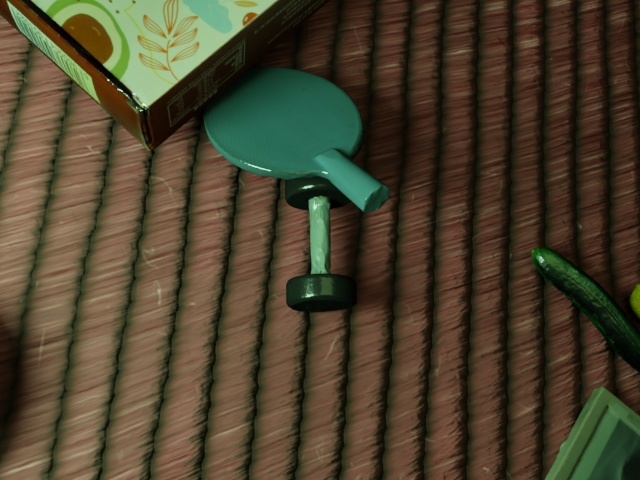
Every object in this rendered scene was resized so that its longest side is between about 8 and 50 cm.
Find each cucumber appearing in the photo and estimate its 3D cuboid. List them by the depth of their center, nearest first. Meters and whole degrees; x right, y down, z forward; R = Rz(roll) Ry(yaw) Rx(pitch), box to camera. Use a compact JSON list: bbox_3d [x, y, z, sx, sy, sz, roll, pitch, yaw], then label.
[{"bbox_3d":[0.435,0.111,1.250,0.284,0.056,0.056,45,67,-2],"label":"cucumber"}]

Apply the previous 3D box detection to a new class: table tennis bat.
[{"bbox_3d":[-0.027,-0.145,1.111,0.215,0.044,0.329,-28,53,-26],"label":"table tennis bat"}]

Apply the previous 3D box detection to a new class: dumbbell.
[{"bbox_3d":[0.000,0.000,1.122,0.100,0.100,0.191,4,74,-16],"label":"dumbbell"}]

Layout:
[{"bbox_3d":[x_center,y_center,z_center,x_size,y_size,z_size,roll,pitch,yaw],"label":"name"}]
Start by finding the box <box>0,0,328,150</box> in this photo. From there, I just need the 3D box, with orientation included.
[{"bbox_3d":[-0.215,-0.371,1.096,0.344,0.122,0.385,42,71,10],"label":"box"}]

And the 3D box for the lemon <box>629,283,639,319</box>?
[{"bbox_3d":[0.527,0.103,1.276,0.062,0.062,0.083,-36,91,-23],"label":"lemon"}]

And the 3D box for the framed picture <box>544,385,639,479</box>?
[{"bbox_3d":[0.424,0.482,1.152,0.326,0.028,0.446,39,67,-3],"label":"framed picture"}]
